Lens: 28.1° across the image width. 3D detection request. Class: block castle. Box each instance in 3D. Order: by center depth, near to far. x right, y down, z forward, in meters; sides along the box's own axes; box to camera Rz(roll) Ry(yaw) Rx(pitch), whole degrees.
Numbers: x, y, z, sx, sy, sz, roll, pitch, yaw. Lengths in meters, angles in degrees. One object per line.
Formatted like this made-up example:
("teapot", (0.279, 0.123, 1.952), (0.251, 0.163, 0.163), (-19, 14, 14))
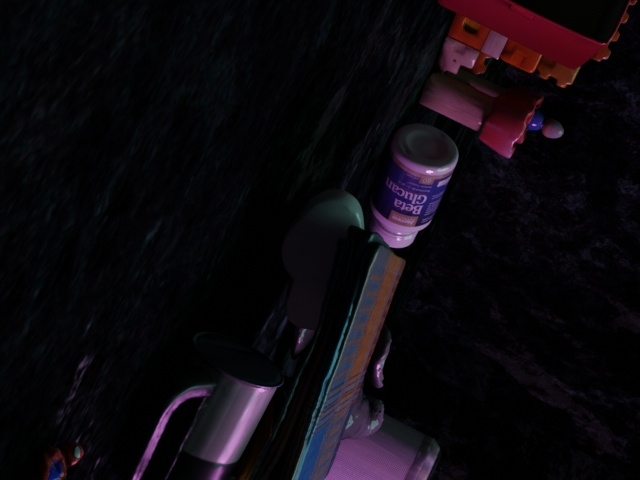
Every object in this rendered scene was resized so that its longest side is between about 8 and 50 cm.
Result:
("block castle", (0.338, -0.351, 1.835), (0.453, 0.212, 0.303), (-65, 172, 15))

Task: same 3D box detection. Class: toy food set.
("toy food set", (-0.066, 0.244, 1.391), (0.128, 0.071, 0.218), (-46, -155, 36))

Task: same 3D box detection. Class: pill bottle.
("pill bottle", (0.122, -0.071, 1.768), (0.094, 0.094, 0.169), (-56, 169, -45))

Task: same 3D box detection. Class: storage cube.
("storage cube", (0.256, -0.318, 1.411), (0.184, 0.215, 0.193), (-64, 179, 0))

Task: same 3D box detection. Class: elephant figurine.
("elephant figurine", (0.021, 0.137, 1.698), (0.169, 0.186, 0.240), (9, 100, -37))

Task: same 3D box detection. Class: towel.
("towel", (0.013, 0.126, 1.227), (0.370, 0.040, 0.272), (23, 88, -82))

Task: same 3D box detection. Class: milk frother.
("milk frother", (-0.078, 0.169, 1.020), (0.135, 0.143, 0.129), (-63, 166, 14))

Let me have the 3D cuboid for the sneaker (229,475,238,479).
("sneaker", (-0.144, 0.305, 1.216), (0.235, 0.094, 0.153), (-140, -112, -87))

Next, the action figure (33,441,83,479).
("action figure", (-0.175, 0.159, 0.765), (0.115, 0.030, 0.038), (-58, 167, -51))

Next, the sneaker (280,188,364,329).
("sneaker", (0.000, 0.000, 1.316), (0.212, 0.080, 0.094), (105, -5, -53))

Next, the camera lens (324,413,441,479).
("camera lens", (0.050, 0.384, 2.140), (0.219, 0.274, 0.219), (-62, 172, -15))
